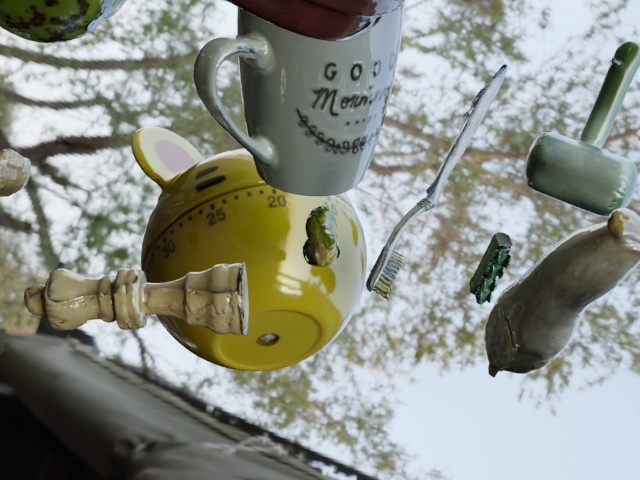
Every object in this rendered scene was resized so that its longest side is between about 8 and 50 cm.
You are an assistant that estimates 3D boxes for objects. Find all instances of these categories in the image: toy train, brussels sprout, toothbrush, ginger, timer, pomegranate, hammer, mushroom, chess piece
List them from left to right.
[{"bbox_3d":[-0.420,-0.070,1.131,0.051,0.173,0.069,57,-44,14],"label":"ginger"},{"bbox_3d":[-0.347,-0.387,1.249,0.271,0.254,0.254,3,-109,26],"label":"pomegranate"},{"bbox_3d":[-0.143,0.045,0.736,0.060,0.172,0.060,179,-90,-90],"label":"chess piece"},{"bbox_3d":[-0.108,-0.006,1.450,0.376,0.376,0.386,-48,-137,34],"label":"timer"},{"bbox_3d":[0.000,0.000,1.147,0.083,0.046,0.051,83,-17,-54],"label":"brussels sprout"},{"bbox_3d":[0.170,-0.094,1.319,0.413,0.042,0.035,-59,-177,-21],"label":"toothbrush"},{"bbox_3d":[0.314,0.054,1.749,0.071,0.038,0.148,-87,-168,-47],"label":"toy train"},{"bbox_3d":[0.298,0.071,1.198,0.351,0.109,0.097,115,-16,-55],"label":"mushroom"},{"bbox_3d":[0.527,-0.222,1.780,0.207,0.119,0.335,23,-91,18],"label":"hammer"}]

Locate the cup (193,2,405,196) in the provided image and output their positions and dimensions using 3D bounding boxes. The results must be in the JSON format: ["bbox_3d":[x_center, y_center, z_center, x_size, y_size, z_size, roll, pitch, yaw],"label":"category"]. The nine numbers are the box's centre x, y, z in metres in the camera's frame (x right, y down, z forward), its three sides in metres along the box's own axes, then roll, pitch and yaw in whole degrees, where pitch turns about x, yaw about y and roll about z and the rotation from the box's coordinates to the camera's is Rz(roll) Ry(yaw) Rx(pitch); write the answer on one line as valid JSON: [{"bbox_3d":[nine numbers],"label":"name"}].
[{"bbox_3d":[-0.034,-0.172,1.085,0.186,0.258,0.234,32,-52,39],"label":"cup"}]

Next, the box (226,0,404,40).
[{"bbox_3d":[-0.109,-0.279,0.617,0.108,0.404,0.263,-56,-164,33],"label":"box"}]
